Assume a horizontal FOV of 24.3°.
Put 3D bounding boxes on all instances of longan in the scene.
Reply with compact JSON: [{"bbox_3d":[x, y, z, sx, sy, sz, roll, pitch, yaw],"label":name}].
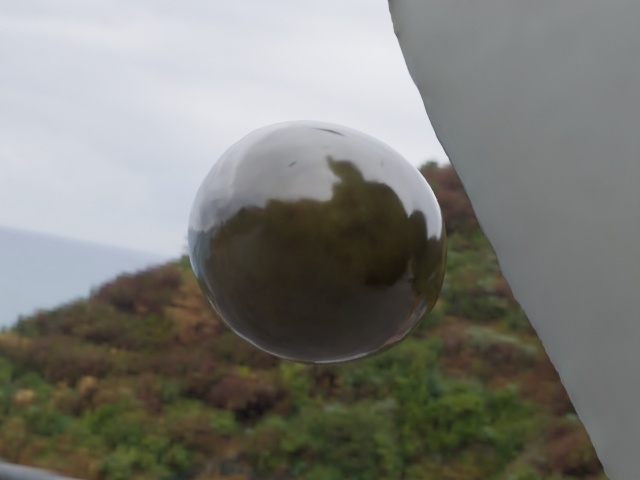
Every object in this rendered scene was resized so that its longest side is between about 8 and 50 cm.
[{"bbox_3d":[0.000,0.000,0.596,0.106,0.106,0.119,10,7,11],"label":"longan"}]

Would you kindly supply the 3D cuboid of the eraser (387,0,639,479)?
[{"bbox_3d":[0.189,-0.040,0.383,0.150,0.331,0.331,-8,9,-33],"label":"eraser"}]
